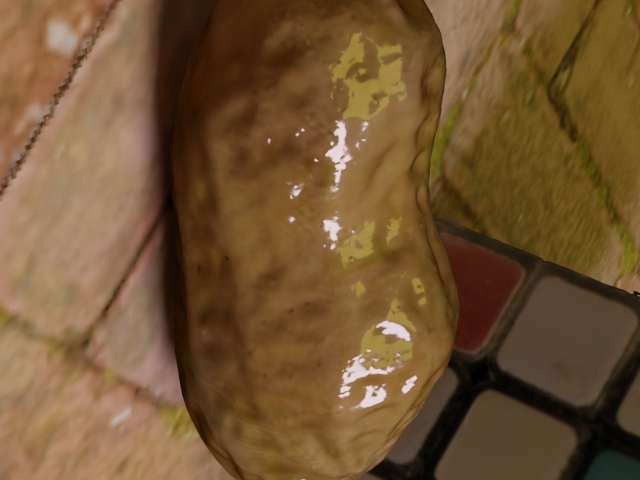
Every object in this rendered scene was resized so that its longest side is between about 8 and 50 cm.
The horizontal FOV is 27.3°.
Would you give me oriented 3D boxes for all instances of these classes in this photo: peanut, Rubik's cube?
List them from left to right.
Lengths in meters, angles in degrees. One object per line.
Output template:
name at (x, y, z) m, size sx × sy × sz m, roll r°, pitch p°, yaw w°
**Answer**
peanut at (0.000, 0.000, 0.464) m, size 0.095 × 0.108 × 0.226 m, roll -29°, pitch 133°, yaw -38°
Rubik's cube at (0.129, 0.183, 0.650) m, size 0.253 × 0.259 × 0.256 m, roll -57°, pitch 149°, yaw -12°
